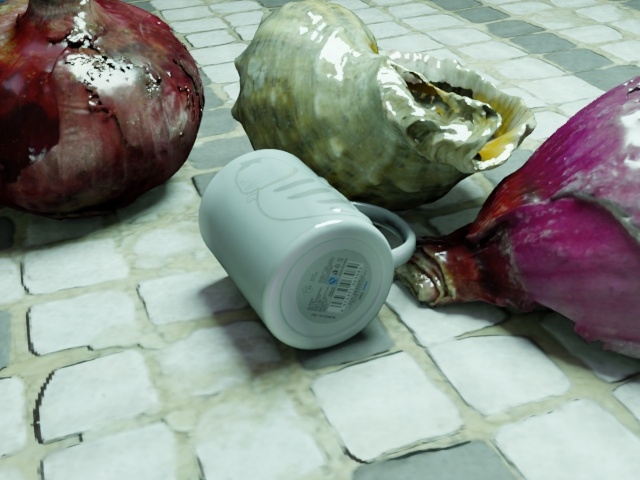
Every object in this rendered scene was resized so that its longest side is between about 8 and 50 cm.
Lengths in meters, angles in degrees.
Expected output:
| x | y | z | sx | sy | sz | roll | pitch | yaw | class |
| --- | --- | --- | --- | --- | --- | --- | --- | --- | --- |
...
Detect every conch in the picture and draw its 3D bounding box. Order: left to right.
| x | y | z | sx | sy | sz | roll | pitch | yaw | class |
| --- | --- | --- | --- | --- | --- | --- | --- | --- | --- |
| 0.042 | -0.094 | 0.679 | 0.210 | 0.159 | 0.291 | 9 | 27 | -40 | conch |

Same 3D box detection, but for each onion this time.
| x | y | z | sx | sy | sz | roll | pitch | yaw | class |
| --- | --- | --- | --- | --- | --- | --- | --- | --- | --- |
| -0.228 | -0.143 | 0.719 | 0.252 | 0.219 | 0.252 | 1 | 39 | -1 | onion |
| 0.226 | -0.036 | 0.557 | 0.348 | 0.159 | 0.267 | -4 | 27 | -3 | onion |

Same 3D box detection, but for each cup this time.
| x | y | z | sx | sy | sz | roll | pitch | yaw | class |
| --- | --- | --- | --- | --- | --- | --- | --- | --- | --- |
| -0.005 | -0.007 | 0.571 | 0.136 | 0.099 | 0.133 | -32 | 36 | -9 | cup |

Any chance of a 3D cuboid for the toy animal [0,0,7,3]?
| x | y | z | sx | sy | sz | roll | pitch | yaw | class |
| --- | --- | --- | --- | --- | --- | --- | --- | --- | --- |
| -0.317 | -0.225 | 0.846 | 0.239 | 0.256 | 0.176 | 16 | 10 | -30 | toy animal |
